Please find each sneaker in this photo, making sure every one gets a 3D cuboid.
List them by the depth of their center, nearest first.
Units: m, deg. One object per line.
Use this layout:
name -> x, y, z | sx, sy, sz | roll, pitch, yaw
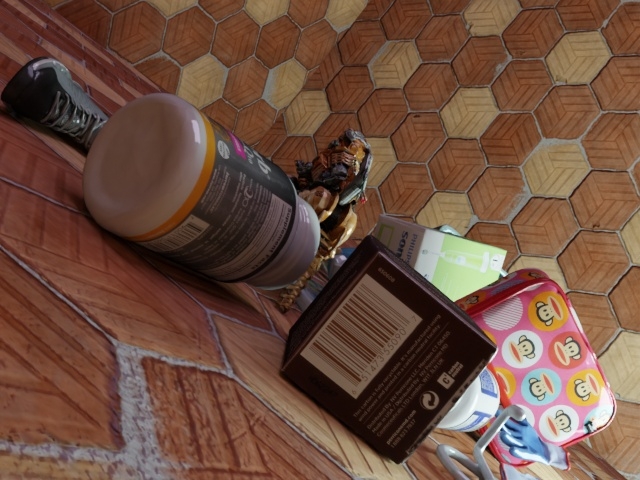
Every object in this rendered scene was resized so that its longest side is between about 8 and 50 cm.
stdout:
sneaker -> -0.323, -0.165, 1.043 | 0.132, 0.086, 0.229 | 41, 4, -1

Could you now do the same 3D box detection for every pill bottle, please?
pill bottle -> -0.124, -0.042, 0.911 | 0.162, 0.162, 0.278 | 42, 6, 35
pill bottle -> 0.186, 0.217, 1.136 | 0.112, 0.112, 0.186 | 42, 5, 30

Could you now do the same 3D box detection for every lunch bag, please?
lunch bag -> 0.317, 0.216, 1.294 | 0.293, 0.258, 0.120 | 62, 5, -9

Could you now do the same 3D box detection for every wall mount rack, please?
wall mount rack -> 0.314, 0.333, 0.925 | 0.350, 0.130, 0.304 | 38, 5, -6

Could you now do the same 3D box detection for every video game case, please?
video game case -> 0.011, 0.112, 1.336 | 0.212, 0.023, 0.193 | 36, 6, -35

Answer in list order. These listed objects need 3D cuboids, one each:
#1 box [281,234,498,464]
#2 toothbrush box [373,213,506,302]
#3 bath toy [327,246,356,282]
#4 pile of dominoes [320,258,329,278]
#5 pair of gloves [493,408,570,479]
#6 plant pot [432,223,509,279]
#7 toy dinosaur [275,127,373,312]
box -> 0.072, 0.114, 0.901 | 0.167, 0.168, 0.203 | 38, 5, -3
toothbrush box -> 0.213, 0.082, 1.513 | 0.122, 0.206, 0.283 | 21, 7, 42
bath toy -> 0.087, 0.107, 1.208 | 0.151, 0.129, 0.348 | -2, 15, -1
pile of dominoes -> 0.000, 0.000, 1.770 | 0.251, 0.040, 0.196 | 58, 7, 8
pair of gloves -> 0.325, 0.342, 1.165 | 0.159, 0.023, 0.198 | 30, 31, -17
plant pot -> 0.256, 0.129, 1.809 | 0.247, 0.247, 0.252 | 38, -10, -14
toy dinosaur -> -0.018, -0.040, 1.188 | 0.164, 0.218, 0.322 | 55, 43, -11
